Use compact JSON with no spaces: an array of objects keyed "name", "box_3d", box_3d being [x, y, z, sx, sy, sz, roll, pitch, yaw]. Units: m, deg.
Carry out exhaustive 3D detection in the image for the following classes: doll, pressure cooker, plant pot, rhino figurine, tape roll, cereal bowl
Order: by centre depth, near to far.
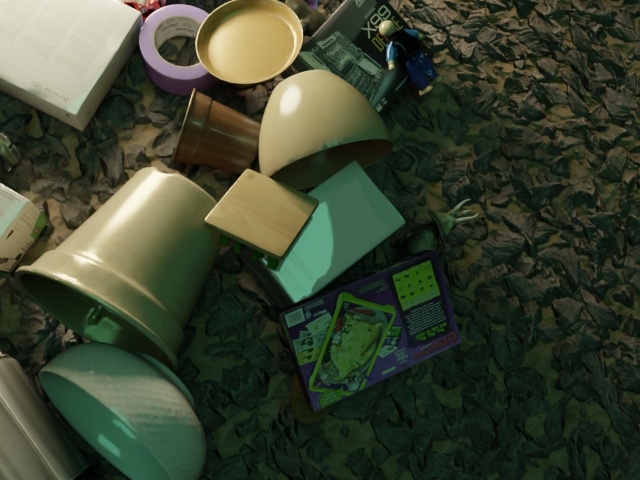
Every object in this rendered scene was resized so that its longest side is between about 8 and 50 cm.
[{"name":"pressure cooker","box_3d":[-0.574,0.434,1.001,0.370,0.375,0.420,-37,85,-20]},{"name":"cereal bowl","box_3d":[-0.332,0.306,1.113,0.339,0.339,0.141,41,54,1]},{"name":"plant pot","box_3d":[-0.343,0.040,1.194,0.334,0.334,0.305,30,61,-2]},{"name":"plant pot","box_3d":[-0.009,-0.241,1.295,0.284,0.284,0.190,-15,82,-14]},{"name":"plant pot","box_3d":[-0.221,-0.224,1.348,0.165,0.167,0.166,17,74,-15]},{"name":"plant pot","box_3d":[-0.154,-0.434,1.360,0.236,0.032,0.236,-1,68,4]},{"name":"tape roll","box_3d":[-0.314,-0.435,1.415,0.189,0.080,0.188,2,75,-10]},{"name":"doll","box_3d":[0.202,-0.431,1.439,0.129,0.046,0.189,-45,105,-19]},{"name":"rhino figurine","box_3d":[-0.042,-0.518,1.484,0.243,0.073,0.106,40,78,-15]}]

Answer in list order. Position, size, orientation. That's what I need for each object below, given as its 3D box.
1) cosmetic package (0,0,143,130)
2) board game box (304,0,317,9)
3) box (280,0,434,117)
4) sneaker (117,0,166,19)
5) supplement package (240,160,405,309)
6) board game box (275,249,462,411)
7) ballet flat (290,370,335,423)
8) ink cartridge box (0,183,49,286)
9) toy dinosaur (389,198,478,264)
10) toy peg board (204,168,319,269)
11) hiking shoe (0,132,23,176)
[{"name":"cosmetic package","box_3d":[-0.625,-0.452,1.352,0.377,0.097,0.284,27,71,-3]},{"name":"board game box","box_3d":[-0.069,-0.613,1.529,0.133,0.033,0.168,11,74,-8]},{"name":"box","box_3d":[0.089,-0.419,1.457,0.242,0.076,0.307,44,72,-16]},{"name":"sneaker","box_3d":[-0.359,-0.592,1.442,0.270,0.090,0.144,-8,79,-9]},{"name":"supplement package","box_3d":[0.000,0.000,1.316,0.293,0.177,0.175,-37,85,-16]},{"name":"board game box","box_3d":[0.103,0.172,1.224,0.347,0.056,0.208,-20,95,-19]},{"name":"ballet flat","box_3d":[0.044,0.224,1.298,0.116,0.124,0.342,34,73,-2]},{"name":"ink cartridge box","box_3d":[-0.648,0.011,1.201,0.093,0.160,0.219,30,74,-2]},{"name":"toy dinosaur","box_3d":[0.210,0.044,1.355,0.121,0.160,0.313,30,72,-2]},{"name":"toy peg board","box_3d":[-0.112,-0.033,1.185,0.161,0.079,0.160,25,52,9]},{"name":"hiking shoe","box_3d":[-0.741,-0.207,1.275,0.227,0.086,0.114,35,70,-2]}]
